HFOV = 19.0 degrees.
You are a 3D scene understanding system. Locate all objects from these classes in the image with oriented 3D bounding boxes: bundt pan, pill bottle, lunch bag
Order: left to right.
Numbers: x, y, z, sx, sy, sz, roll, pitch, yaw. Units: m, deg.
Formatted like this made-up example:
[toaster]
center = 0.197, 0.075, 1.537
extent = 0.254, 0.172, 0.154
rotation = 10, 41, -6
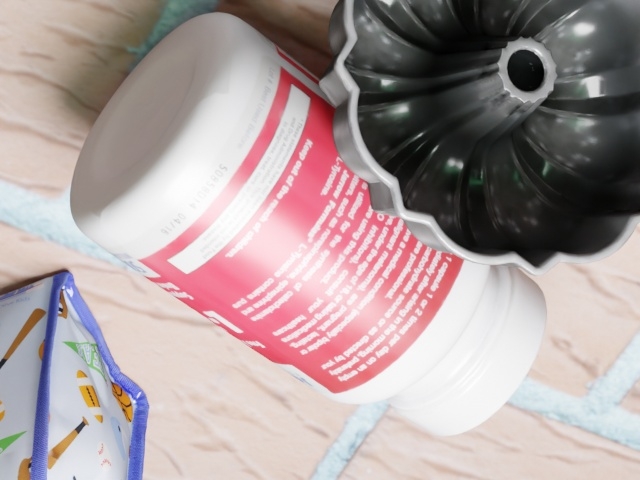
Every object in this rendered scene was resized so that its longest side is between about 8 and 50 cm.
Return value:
[lunch bag]
center = -0.345, 0.264, 1.786
extent = 0.328, 0.385, 0.239
rotation = -21, 125, 13
[pill bottle]
center = 0.000, 0.000, 1.691
extent = 0.408, 0.229, 0.229
rotation = 36, 119, -25
[bundt pan]
center = 0.143, -0.129, 1.579
extent = 0.331, 0.331, 0.124
rotation = 24, 165, -18
